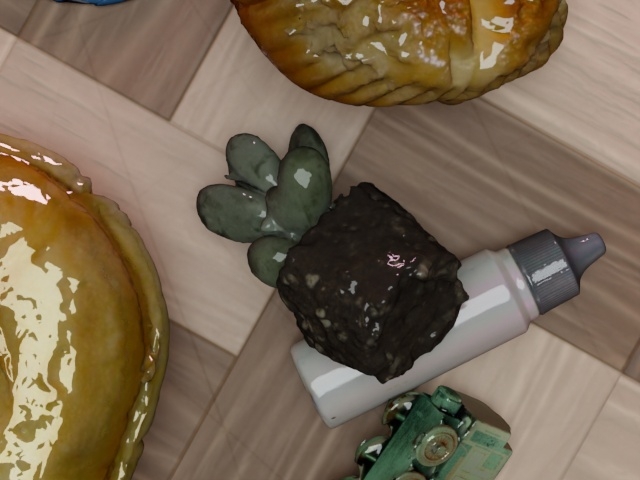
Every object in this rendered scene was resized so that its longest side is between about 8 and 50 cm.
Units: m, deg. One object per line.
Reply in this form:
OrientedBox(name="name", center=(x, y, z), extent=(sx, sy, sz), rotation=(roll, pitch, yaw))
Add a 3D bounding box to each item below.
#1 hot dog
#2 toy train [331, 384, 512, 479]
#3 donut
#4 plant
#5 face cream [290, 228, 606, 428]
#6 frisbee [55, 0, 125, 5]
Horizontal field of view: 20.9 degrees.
OrientedBox(name="hot dog", center=(0.075, -0.297, 1.539), extent=(0.367, 0.196, 0.365), rotation=(-11, 86, -30))
OrientedBox(name="toy train", center=(0.091, 0.228, 1.635), extent=(0.125, 0.081, 0.194), rotation=(24, 106, -34))
OrientedBox(name="donut", center=(-0.354, 0.110, 1.582), extent=(0.449, 0.198, 0.449), rotation=(0, 91, -1))
OrientedBox(name="plant", center=(-0.001, 0.002, 1.571), extent=(0.146, 0.149, 0.274), rotation=(-26, 50, -26))
OrientedBox(name="face cream", center=(0.127, 0.070, 1.634), extent=(0.311, 0.092, 0.092), rotation=(-27, 92, 2))
OrientedBox(name="frisbee", center=(-0.219, -0.343, 1.642), extent=(0.242, 0.045, 0.242), rotation=(0, 93, -2))
